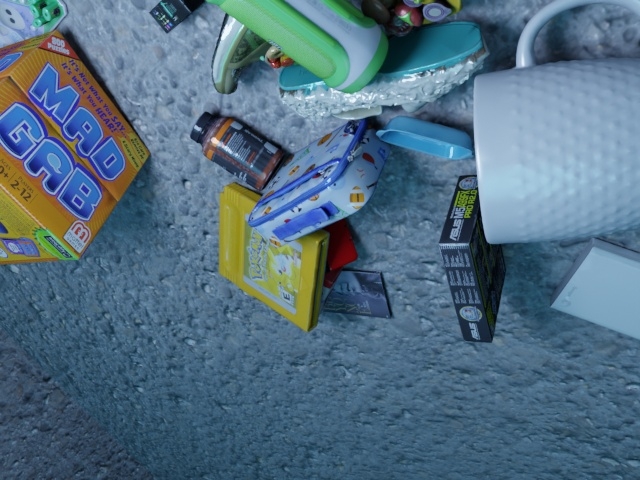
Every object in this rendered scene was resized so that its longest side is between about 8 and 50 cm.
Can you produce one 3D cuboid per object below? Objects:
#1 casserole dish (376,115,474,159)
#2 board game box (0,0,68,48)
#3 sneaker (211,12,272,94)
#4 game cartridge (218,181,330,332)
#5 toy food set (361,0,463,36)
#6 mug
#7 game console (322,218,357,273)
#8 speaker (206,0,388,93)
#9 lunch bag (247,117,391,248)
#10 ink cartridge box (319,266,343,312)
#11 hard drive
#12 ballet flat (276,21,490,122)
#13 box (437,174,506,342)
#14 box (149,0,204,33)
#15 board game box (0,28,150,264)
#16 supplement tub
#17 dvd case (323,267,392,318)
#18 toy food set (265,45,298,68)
[{"bbox_3d":[0.198,-0.193,1.075,0.188,0.037,0.114,14,178,-6],"label":"casserole dish"},{"bbox_3d":[-0.801,-0.566,1.273,0.389,0.050,0.390,-20,119,40],"label":"board game box"},{"bbox_3d":[-0.072,-0.385,1.017,0.181,0.158,0.410,21,145,-18],"label":"sneaker"},{"bbox_3d":[-0.128,0.039,1.409,0.323,0.052,0.286,28,129,28],"label":"game cartridge"},{"bbox_3d":[0.126,-0.367,0.895,0.128,0.071,0.217,39,168,-25],"label":"toy food set"},{"bbox_3d":[0.413,-0.188,0.879,0.327,0.276,0.375,-4,99,20],"label":"mug"},{"bbox_3d":[0.000,0.000,1.369,0.124,0.085,0.144,-9,105,47],"label":"game console"},{"bbox_3d":[-0.041,-0.343,0.858,0.296,0.131,0.131,28,141,-27],"label":"speaker"},{"bbox_3d":[-0.004,-0.112,1.155,0.115,0.243,0.303,46,136,-19],"label":"lunch bag"},{"bbox_3d":[-0.032,0.100,1.474,0.134,0.078,0.231,28,130,8],"label":"ink cartridge box"},{"bbox_3d":[0.667,0.123,1.186,0.307,0.040,0.203,20,137,8],"label":"hard drive"},{"bbox_3d":[0.112,-0.285,1.025,0.408,0.147,0.147,2,132,34],"label":"ballet flat"},{"bbox_3d":[0.312,0.037,1.156,0.060,0.216,0.270,-1,131,29],"label":"box"},{"bbox_3d":[-0.275,-0.449,1.103,0.083,0.062,0.052,-21,120,40],"label":"box"},{"bbox_3d":[-0.695,-0.194,1.310,0.356,0.357,0.357,-4,137,27],"label":"board game box"},{"bbox_3d":[-0.185,-0.202,1.265,0.197,0.106,0.106,33,138,-5],"label":"supplement tub"},{"bbox_3d":[0.069,0.137,1.526,0.221,0.018,0.165,3,132,26],"label":"dvd case"},{"bbox_3d":[-0.058,-0.331,1.016,0.083,0.082,0.020,119,131,-75],"label":"toy food set"}]
